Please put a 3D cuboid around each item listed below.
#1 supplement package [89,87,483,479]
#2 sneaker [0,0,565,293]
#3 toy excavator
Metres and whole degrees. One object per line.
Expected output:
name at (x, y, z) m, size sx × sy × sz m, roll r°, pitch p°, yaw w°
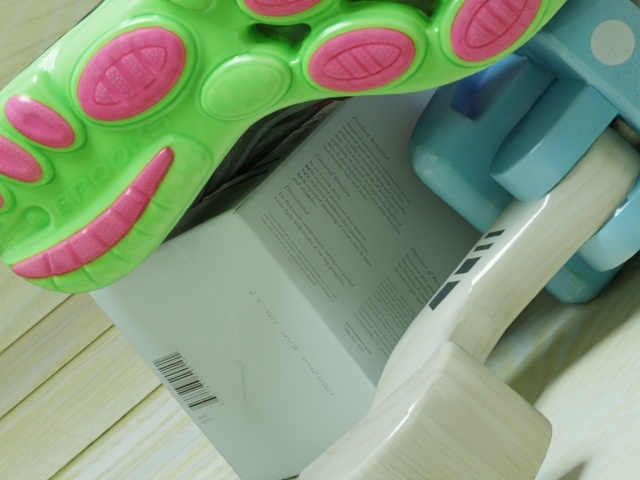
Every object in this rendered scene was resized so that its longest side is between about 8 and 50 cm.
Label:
supplement package at (0.015, 0.007, 1.278) m, size 0.198 × 0.199 × 0.263 m, roll -24°, pitch 18°, yaw 49°
sneaker at (-0.030, -0.148, 1.089) m, size 0.482 × 0.185 × 0.202 m, roll -28°, pitch 20°, yaw 26°
toy excavator at (0.146, -0.024, 1.106) m, size 0.445 × 0.222 × 0.433 m, roll -51°, pitch 11°, yaw 3°
